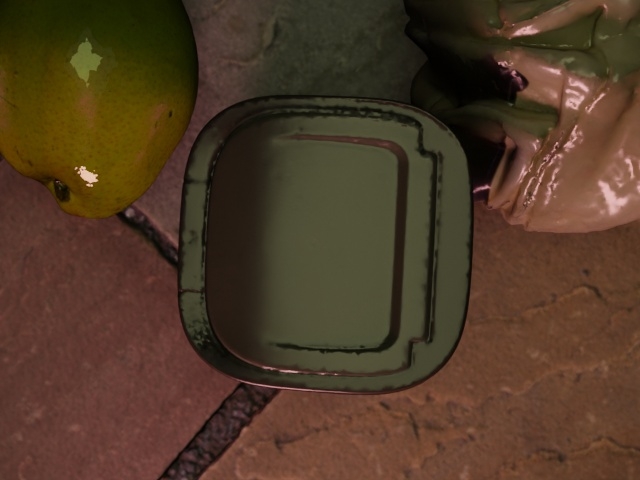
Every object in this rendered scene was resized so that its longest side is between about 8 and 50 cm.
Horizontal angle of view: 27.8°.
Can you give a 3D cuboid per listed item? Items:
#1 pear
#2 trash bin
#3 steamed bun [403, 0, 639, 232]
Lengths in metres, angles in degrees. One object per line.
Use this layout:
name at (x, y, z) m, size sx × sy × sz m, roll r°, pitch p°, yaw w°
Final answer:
pear at (-0.197, -0.130, 1.093) m, size 0.187 × 0.187 × 0.219 m, roll 12°, pitch 97°, yaw -2°
trash bin at (0.000, 0.000, 1.063) m, size 0.219 × 0.250 × 0.219 m, roll 5°, pitch 91°, yaw -1°
steamed bun at (0.174, -0.140, 1.052) m, size 0.206 × 0.275 × 0.320 m, roll -23°, pitch 52°, yaw -7°
